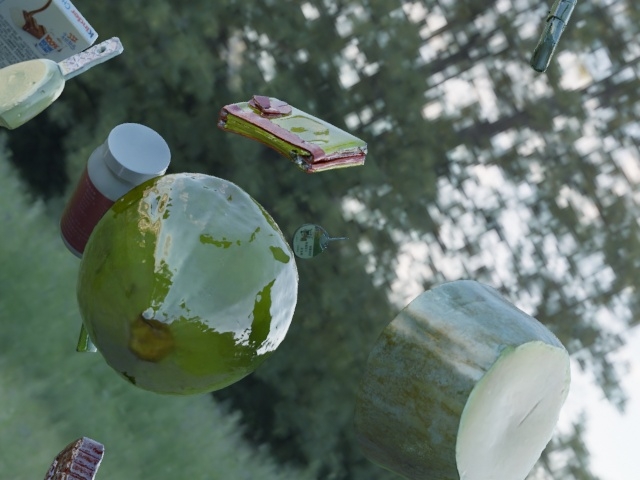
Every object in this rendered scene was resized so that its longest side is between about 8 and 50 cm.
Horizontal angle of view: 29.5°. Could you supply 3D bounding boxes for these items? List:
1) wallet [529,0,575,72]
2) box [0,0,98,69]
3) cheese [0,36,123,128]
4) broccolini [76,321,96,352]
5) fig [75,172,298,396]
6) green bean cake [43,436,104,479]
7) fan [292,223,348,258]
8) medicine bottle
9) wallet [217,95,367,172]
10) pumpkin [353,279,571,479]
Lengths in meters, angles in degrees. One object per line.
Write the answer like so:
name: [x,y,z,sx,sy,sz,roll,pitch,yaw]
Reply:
wallet: [0.427,-0.394,2.206,0.039,0.155,0.110,23,-17,7]
box: [-0.610,-0.432,2.335,0.273,0.265,0.048,52,33,-24]
cheese: [-0.434,-0.259,1.945,0.127,0.255,0.050,61,-4,45]
broccolini: [-0.416,0.030,2.292,0.074,0.078,0.392,40,51,-56]
fig: [-0.198,0.078,1.755,0.343,0.343,0.343,63,0,0]
green bean cake: [-0.413,0.395,1.973,0.056,0.135,0.135,28,50,-18]
fan: [-0.006,-0.005,1.739,0.060,0.080,0.003,59,6,-38]
medicine bottle: [-0.342,-0.076,2.019,0.250,0.131,0.131,-53,-126,44]
wallet: [-0.051,-0.182,2.047,0.241,0.141,0.067,28,-64,37]
pumpkin: [0.230,0.249,1.835,0.199,0.332,0.332,36,-19,44]
